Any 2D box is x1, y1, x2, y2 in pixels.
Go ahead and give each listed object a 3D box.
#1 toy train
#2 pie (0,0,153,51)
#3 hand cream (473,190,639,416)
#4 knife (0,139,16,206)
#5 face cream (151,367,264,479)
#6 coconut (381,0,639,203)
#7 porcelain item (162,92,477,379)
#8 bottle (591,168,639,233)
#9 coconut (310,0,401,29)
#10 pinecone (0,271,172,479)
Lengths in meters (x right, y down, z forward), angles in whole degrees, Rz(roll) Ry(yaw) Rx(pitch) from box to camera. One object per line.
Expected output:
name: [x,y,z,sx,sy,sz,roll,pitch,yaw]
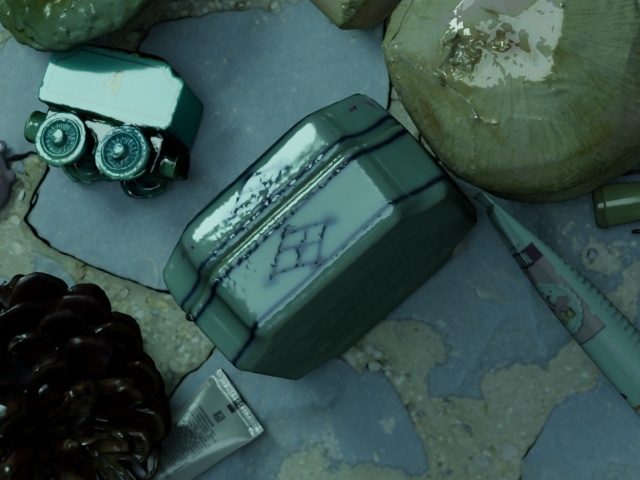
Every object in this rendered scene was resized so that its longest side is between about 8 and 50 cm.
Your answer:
toy train: [-0.228,-0.133,1.719,0.198,0.107,0.154,14,79,16]
pie: [-0.259,-0.339,1.719,0.306,0.071,0.306,-15,60,28]
hand cream: [0.272,0.073,1.550,0.058,0.085,0.331,-39,88,2]
knife: [-0.537,-0.009,1.817,0.398,0.038,0.132,-22,80,10]
face cream: [-0.180,0.248,1.683,0.243,0.058,0.092,-39,66,2]
coconut: [0.213,-0.187,1.519,0.297,0.254,0.297,-5,72,17]
porcelain item: [0.000,0.000,1.547,0.286,0.281,0.157,-43,74,7]
bottle: [0.333,-0.040,1.589,0.101,0.047,0.063,-8,116,9]
coconut: [0.029,-0.316,1.652,0.147,0.147,0.153,-42,76,6]
pinecone: [-0.301,0.178,1.596,0.298,0.242,0.296,-34,50,-17]
